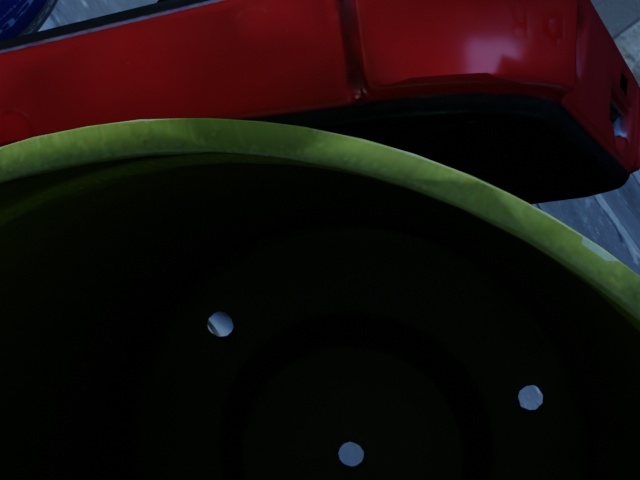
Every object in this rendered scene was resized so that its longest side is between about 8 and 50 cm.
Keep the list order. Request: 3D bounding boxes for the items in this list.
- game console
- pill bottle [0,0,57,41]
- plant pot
[{"bbox_3d":[-0.039,-0.044,0.675,0.386,0.342,0.060,12,73,-73],"label":"game console"},{"bbox_3d":[-0.199,-0.157,0.733,0.153,0.153,0.264,50,-3,-4],"label":"pill bottle"},{"bbox_3d":[-0.006,0.127,0.584,0.366,0.366,0.353,52,11,-1],"label":"plant pot"}]
